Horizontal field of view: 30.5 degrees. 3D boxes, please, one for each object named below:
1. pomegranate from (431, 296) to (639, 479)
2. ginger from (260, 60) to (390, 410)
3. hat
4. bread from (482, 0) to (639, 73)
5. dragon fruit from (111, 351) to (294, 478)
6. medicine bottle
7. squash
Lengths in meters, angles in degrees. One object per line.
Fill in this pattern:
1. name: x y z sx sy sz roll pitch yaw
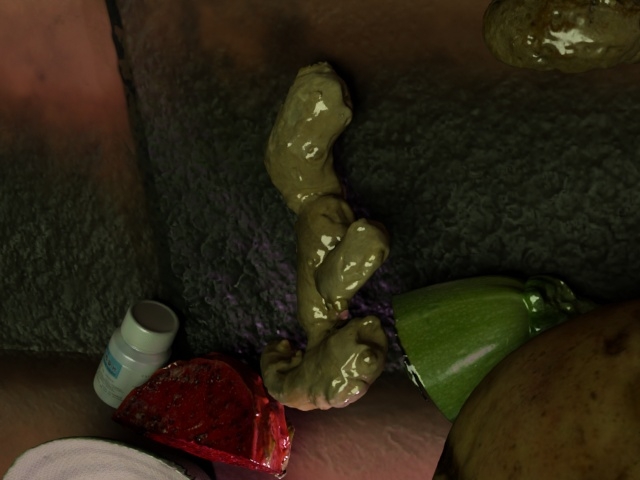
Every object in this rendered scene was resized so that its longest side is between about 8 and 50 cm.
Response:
1. pomegranate: 0.211 0.189 0.709 0.322 0.322 0.322 10 113 23
2. ginger: 0.008 0.007 0.839 0.149 0.065 0.258 29 117 53
3. hat: -0.143 0.240 0.998 0.252 0.110 0.252 8 118 15
4. bread: 0.154 -0.137 0.721 0.113 0.082 0.060 5 109 21
5. dragon fruit: -0.074 0.141 0.947 0.162 0.106 0.083 1 66 38
6. medicine bottle: -0.153 0.096 0.978 0.052 0.052 0.089 34 120 11
7. squash: 0.127 0.056 0.815 0.132 0.105 0.105 -28 96 15
